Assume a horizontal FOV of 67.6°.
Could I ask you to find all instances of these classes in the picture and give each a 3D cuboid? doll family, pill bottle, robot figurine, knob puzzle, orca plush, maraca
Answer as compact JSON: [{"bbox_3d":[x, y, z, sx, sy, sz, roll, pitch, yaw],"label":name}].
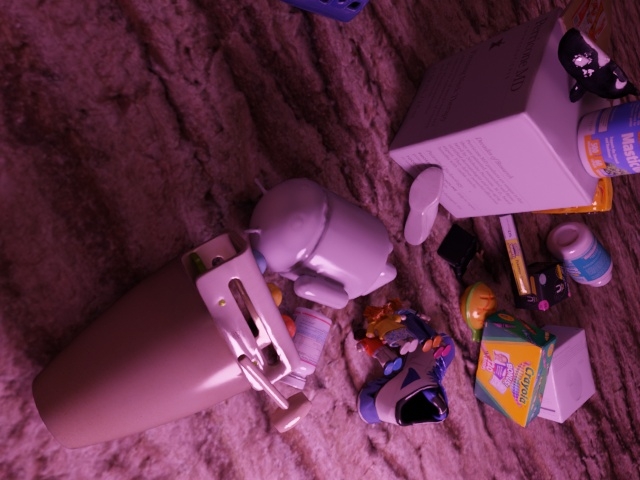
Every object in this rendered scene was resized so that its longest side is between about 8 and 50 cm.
[{"bbox_3d":[0.198,0.206,1.160,0.263,0.163,0.118,-4,119,-35],"label":"doll family"},{"bbox_3d":[0.917,0.057,1.672,0.264,0.146,0.146,39,67,-27],"label":"pill bottle"},{"bbox_3d":[-0.041,0.231,1.027,0.087,0.087,0.160,31,71,-30],"label":"pill bottle"},{"bbox_3d":[0.000,0.000,0.997,0.354,0.200,0.299,27,41,-31],"label":"robot figurine"},{"bbox_3d":[0.589,-0.465,1.059,0.213,0.030,0.212,-9,105,-35],"label":"knob puzzle"},{"bbox_3d":[0.566,-0.344,1.016,0.287,0.102,0.151,-1,53,-47],"label":"orca plush"},{"bbox_3d":[0.456,0.205,1.372,0.127,0.099,0.185,-31,117,-32],"label":"maraca"},{"bbox_3d":[0.692,-0.219,0.969,0.153,0.272,0.152,2,86,-36],"label":"pill bottle"}]

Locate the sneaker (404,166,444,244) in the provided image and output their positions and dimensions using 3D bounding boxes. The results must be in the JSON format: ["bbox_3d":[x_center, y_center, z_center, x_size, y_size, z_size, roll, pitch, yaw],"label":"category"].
[{"bbox_3d":[0.280,-0.095,1.255,0.094,0.080,0.212,-18,129,-47],"label":"sneaker"}]

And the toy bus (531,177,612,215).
[{"bbox_3d":[0.788,-0.148,1.555,0.212,0.220,0.149,-10,99,-29],"label":"toy bus"}]

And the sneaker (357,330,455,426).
[{"bbox_3d":[0.260,0.360,1.174,0.316,0.182,0.127,-31,107,-32],"label":"sneaker"}]

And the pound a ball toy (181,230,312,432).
[{"bbox_3d":[-0.108,0.158,0.871,0.136,0.208,0.318,-30,118,-16],"label":"pound a ball toy"}]

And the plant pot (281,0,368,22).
[{"bbox_3d":[0.035,-0.656,1.048,0.236,0.212,0.235,2,86,-36],"label":"plant pot"}]

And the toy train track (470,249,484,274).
[{"bbox_3d":[0.468,0.065,1.439,0.048,0.014,0.083,39,72,-35],"label":"toy train track"}]

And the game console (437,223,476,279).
[{"bbox_3d":[0.398,0.034,1.391,0.122,0.071,0.107,-53,146,-24],"label":"game console"}]

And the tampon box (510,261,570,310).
[{"bbox_3d":[0.713,0.145,1.551,0.161,0.102,0.120,-16,96,-34],"label":"tampon box"}]

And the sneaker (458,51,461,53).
[{"bbox_3d":[0.455,-0.470,1.422,0.188,0.066,0.071,47,64,-23],"label":"sneaker"}]

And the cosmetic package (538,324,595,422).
[{"bbox_3d":[0.751,0.418,1.543,0.224,0.138,0.224,-17,99,-34],"label":"cosmetic package"}]

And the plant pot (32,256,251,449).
[{"bbox_3d":[-0.296,0.201,0.777,0.274,0.256,0.256,-29,105,-16],"label":"plant pot"}]

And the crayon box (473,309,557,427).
[{"bbox_3d":[0.531,0.352,1.321,0.081,0.165,0.278,-21,122,-34],"label":"crayon box"}]

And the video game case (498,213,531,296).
[{"bbox_3d":[0.577,0.003,1.423,0.275,0.035,0.248,-39,112,-64],"label":"video game case"}]

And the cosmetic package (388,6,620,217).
[{"bbox_3d":[0.462,-0.288,1.218,0.327,0.394,0.329,37,67,-28],"label":"cosmetic package"}]
